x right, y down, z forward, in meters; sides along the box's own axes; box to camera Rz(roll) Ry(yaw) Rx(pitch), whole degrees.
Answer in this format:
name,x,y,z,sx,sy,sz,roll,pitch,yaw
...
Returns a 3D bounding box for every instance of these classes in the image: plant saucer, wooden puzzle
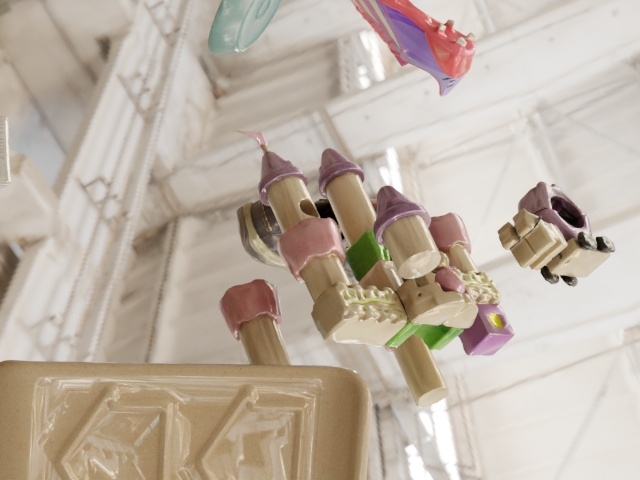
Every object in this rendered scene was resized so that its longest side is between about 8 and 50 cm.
name,x,y,z,sx,sy,sz,roll,pitch,yaw
plant saucer,-0.058,-0.210,0.949,0.119,0.021,0.119,-57,174,-9
wooden puzzle,-0.138,0.268,1.011,0.347,0.322,0.080,3,-173,-9

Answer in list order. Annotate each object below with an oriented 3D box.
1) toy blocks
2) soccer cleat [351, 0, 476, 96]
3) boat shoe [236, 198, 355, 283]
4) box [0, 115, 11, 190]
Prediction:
name,x,y,z,sx,sy,sz,roll,pitch,yaw
toy blocks,0.072,-0.010,1.139,0.309,0.288,0.260,-47,-130,34
soccer cleat,0.106,-0.302,1.509,0.083,0.248,0.095,-30,153,-55
boat shoe,0.000,0.000,1.910,0.130,0.355,0.132,-27,-113,26
box,-0.437,-0.101,1.301,0.101,0.087,0.102,-1,173,-29
